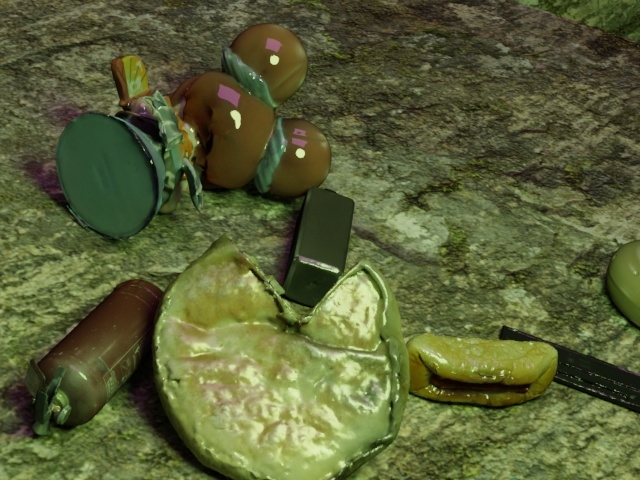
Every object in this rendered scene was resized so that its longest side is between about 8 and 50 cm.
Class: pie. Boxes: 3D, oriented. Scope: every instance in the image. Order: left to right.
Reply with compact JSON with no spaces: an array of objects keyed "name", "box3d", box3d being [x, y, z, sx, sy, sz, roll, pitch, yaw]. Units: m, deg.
[{"name":"pie","box3d":[-0.051,0.152,1.546,0.337,0.075,0.337,1,75,-3]}]

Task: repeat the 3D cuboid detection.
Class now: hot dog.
[{"name":"hot dog","box3d":[0.221,0.184,1.754,0.242,0.084,0.073,6,38,-20]}]

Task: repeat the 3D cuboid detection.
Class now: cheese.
[{"name":"cheese","box3d":[0.555,0.088,2.061,0.175,0.091,0.202,3,37,-24]}]

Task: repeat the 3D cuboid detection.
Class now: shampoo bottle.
[{"name":"shampoo bottle","box3d":[0.000,0.000,1.913,0.079,0.080,0.246,18,33,-5]}]

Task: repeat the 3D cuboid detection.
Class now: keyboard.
[{"name":"keyboard","box3d":[0.381,0.191,1.885,0.250,0.017,0.087,19,34,2]}]

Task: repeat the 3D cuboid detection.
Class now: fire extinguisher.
[{"name":"fire extinguisher","box3d":[-0.274,0.143,1.538,0.105,0.105,0.269,26,33,10]}]

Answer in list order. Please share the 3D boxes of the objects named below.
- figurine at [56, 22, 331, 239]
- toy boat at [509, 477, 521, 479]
[{"name":"figurine","box3d":[-0.180,-0.161,1.917,0.248,0.276,0.388,-4,15,34]},{"name":"toy boat","box3d":[0.291,0.371,1.504,0.238,0.109,0.098,31,59,9]}]
